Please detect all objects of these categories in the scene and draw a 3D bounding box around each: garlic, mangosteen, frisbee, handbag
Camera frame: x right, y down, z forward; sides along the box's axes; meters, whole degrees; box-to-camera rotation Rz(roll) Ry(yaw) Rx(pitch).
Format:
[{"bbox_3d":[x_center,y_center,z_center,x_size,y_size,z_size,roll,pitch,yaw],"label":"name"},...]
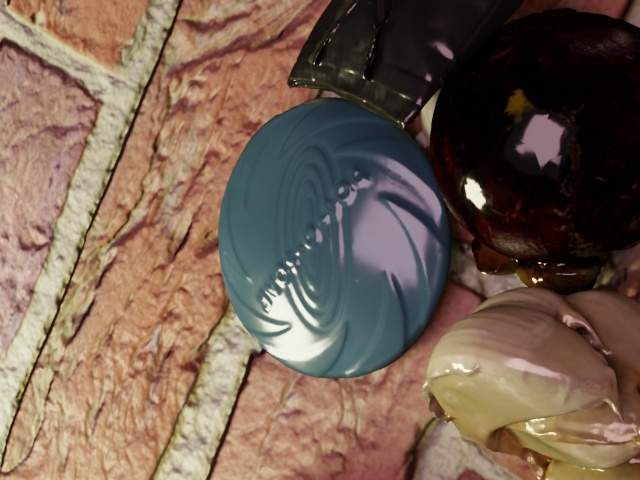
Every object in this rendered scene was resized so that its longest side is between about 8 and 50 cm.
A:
[{"bbox_3d":[0.238,0.128,0.833,0.281,0.185,0.203,48,153,-10],"label":"garlic"},{"bbox_3d":[0.207,-0.061,0.884,0.228,0.228,0.265,5,122,30],"label":"mangosteen"},{"bbox_3d":[-0.003,-0.001,1.060,0.289,0.049,0.289,1,92,35],"label":"frisbee"},{"bbox_3d":[0.075,-0.200,0.898,0.211,0.088,0.254,-54,29,1],"label":"handbag"}]

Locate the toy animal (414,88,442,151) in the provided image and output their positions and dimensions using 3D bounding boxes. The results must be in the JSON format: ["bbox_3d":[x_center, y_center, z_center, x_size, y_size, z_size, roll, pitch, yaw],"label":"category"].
[{"bbox_3d":[0.104,-0.186,1.022,0.127,0.131,0.182,-21,82,-6],"label":"toy animal"}]
